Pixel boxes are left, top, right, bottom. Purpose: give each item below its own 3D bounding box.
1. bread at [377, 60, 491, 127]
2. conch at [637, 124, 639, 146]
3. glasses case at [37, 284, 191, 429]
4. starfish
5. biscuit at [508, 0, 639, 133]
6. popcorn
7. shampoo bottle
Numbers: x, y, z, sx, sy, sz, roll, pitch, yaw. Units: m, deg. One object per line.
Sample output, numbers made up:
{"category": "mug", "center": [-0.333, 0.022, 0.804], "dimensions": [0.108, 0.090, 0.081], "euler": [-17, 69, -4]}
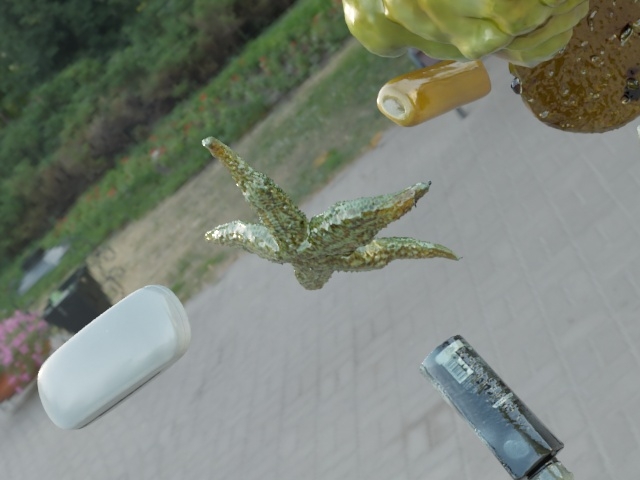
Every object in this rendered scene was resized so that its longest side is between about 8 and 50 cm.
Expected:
{"category": "bread", "center": [0.202, -0.264, 1.858], "dimensions": [0.239, 0.092, 0.074], "euler": [-26, -38, -40]}
{"category": "conch", "center": [0.501, -0.072, 1.460], "dimensions": [0.234, 0.137, 0.114], "euler": [-114, 35, -43]}
{"category": "glasses case", "center": [-0.232, 0.133, 1.204], "dimensions": [0.233, 0.092, 0.059], "euler": [-38, -18, 30]}
{"category": "starfish", "center": [0.000, 0.003, 1.329], "dimensions": [0.358, 0.347, 0.078], "euler": [78, -159, -61]}
{"category": "biscuit", "center": [0.439, -0.307, 1.715], "dimensions": [0.296, 0.296, 0.075], "euler": [-40, 18, 13]}
{"category": "popcorn", "center": [0.152, -0.250, 0.841], "dimensions": [0.250, 0.235, 0.241], "euler": [-21, 22, -31]}
{"category": "shampoo bottle", "center": [0.180, 0.181, 1.023], "dimensions": [0.057, 0.208, 0.063], "euler": [-44, -22, 4]}
